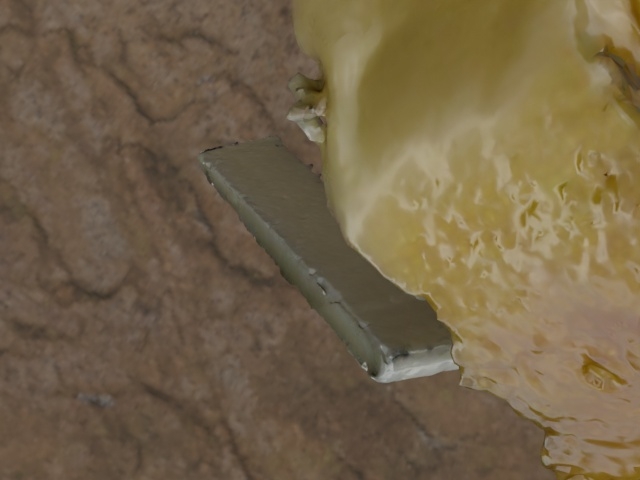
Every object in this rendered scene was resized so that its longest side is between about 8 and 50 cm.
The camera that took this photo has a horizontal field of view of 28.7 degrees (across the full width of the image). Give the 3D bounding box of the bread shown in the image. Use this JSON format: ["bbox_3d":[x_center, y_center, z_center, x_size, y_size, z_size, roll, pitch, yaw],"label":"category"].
[{"bbox_3d":[0.204,-0.040,0.556,0.361,0.250,0.394,38,149,-22],"label":"bread"}]

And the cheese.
[{"bbox_3d":[-0.001,-0.002,0.936,0.085,0.400,0.034,-8,115,-19],"label":"cheese"}]
